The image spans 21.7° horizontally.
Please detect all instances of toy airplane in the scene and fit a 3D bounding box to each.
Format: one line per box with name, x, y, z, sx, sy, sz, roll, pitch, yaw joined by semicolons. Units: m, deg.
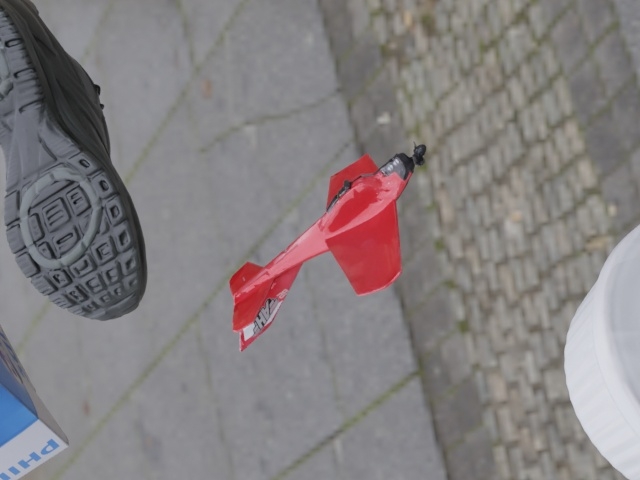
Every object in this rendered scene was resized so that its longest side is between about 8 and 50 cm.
toy airplane;0.000;0.000;0.878;0.151;0.028;0.151;-41;23;22

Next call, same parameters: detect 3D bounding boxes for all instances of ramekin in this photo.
ramekin;0.349;0.116;1.537;0.127;0.273;0.273;127;132;-56

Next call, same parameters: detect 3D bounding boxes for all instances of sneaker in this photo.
sneaker;-0.204;-0.076;1.324;0.286;0.109;0.130;67;-161;-7

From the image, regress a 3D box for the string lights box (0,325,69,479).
string lights box;-0.218;0.021;0.765;0.133;0.076;0.260;55;176;30
